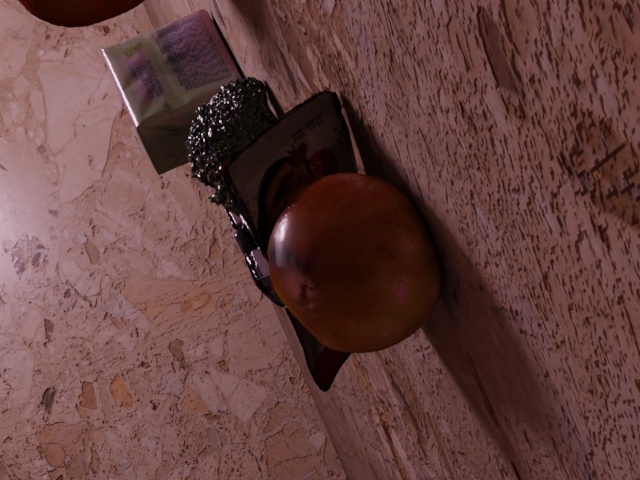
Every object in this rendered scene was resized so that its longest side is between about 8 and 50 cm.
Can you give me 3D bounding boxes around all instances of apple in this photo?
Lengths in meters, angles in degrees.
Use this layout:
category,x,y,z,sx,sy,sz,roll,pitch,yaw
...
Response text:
category,x,y,z,sx,sy,sz,roll,pitch,yaw
apple,0.023,0.019,0.795,0.146,0.147,0.146,157,90,-83

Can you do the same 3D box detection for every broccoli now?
category,x,y,z,sx,sy,sz,roll,pitch,yaw
broccoli,-0.100,-0.125,1.329,0.160,0.154,0.167,-1,-118,-54

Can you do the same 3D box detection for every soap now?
category,x,y,z,sx,sy,sz,roll,pitch,yaw
soap,-0.218,-0.234,1.563,0.138,0.182,0.199,75,170,-55

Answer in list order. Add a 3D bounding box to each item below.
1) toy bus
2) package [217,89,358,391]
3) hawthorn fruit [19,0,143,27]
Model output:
category,x,y,z,sx,sy,sz,roll,pitch,yaw
toy bus,-0.097,-0.045,1.588,0.317,0.112,0.138,63,-178,38
package,0.000,0.000,0.895,0.030,0.154,0.239,5,126,40
hawthorn fruit,-0.297,-0.429,1.246,0.275,0.299,0.275,31,-158,-14
